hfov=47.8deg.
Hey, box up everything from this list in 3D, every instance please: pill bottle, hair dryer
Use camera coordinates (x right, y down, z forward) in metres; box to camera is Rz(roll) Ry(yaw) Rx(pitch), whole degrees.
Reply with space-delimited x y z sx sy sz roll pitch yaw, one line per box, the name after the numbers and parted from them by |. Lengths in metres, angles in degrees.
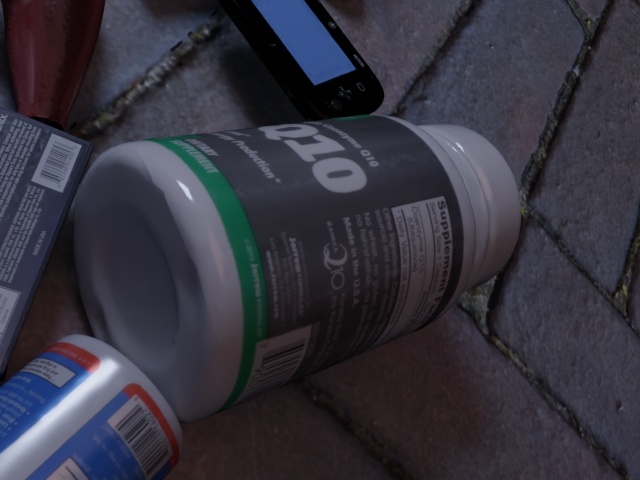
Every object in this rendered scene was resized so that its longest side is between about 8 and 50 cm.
-0.201 0.172 0.449 0.124 0.124 0.221 53 50 -8 | pill bottle
0.000 0.000 0.617 0.361 0.204 0.204 -15 82 -42 | pill bottle
-0.268 -0.220 0.563 0.224 0.080 0.293 -40 110 -47 | hair dryer

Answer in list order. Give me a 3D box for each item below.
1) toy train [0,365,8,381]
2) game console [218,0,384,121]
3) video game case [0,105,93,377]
-0.290 0.093 0.477 0.158 0.027 0.036 1 83 -38 | toy train
-0.056 -0.271 0.733 0.213 0.044 0.361 -32 83 -30 | game console
-0.315 -0.040 0.481 0.274 0.026 0.196 22 57 -19 | video game case
